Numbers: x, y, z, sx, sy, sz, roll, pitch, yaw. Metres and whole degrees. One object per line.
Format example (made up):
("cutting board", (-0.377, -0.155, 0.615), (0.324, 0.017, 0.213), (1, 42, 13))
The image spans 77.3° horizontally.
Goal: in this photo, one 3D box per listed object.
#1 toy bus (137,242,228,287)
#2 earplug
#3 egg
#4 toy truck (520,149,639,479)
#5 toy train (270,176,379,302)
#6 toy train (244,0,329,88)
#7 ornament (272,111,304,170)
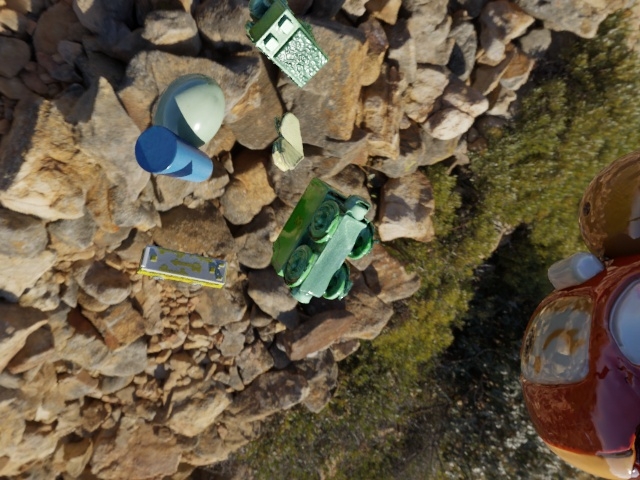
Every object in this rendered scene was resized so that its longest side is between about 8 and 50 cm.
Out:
("toy bus", (-0.370, 0.076, 1.088), (0.226, 0.074, 0.081), (16, 67, -25))
("earplug", (-0.424, -0.246, 1.229), (0.133, 0.273, 0.132), (0, 88, 12))
("egg", (-0.431, -0.416, 1.316), (0.203, 0.203, 0.283), (37, 112, -21))
("toy truck", (0.275, 0.056, 0.339), (0.265, 0.189, 0.239), (-28, 73, -3))
("toy train", (0.000, 0.000, 0.819), (0.132, 0.188, 0.243), (24, 103, -32))
("toy train", (-0.102, -0.599, 1.195), (0.159, 0.188, 0.272), (-39, 146, 18))
("ornament", (-0.104, -0.329, 1.408), (0.180, 0.059, 0.201), (33, 56, -59))
